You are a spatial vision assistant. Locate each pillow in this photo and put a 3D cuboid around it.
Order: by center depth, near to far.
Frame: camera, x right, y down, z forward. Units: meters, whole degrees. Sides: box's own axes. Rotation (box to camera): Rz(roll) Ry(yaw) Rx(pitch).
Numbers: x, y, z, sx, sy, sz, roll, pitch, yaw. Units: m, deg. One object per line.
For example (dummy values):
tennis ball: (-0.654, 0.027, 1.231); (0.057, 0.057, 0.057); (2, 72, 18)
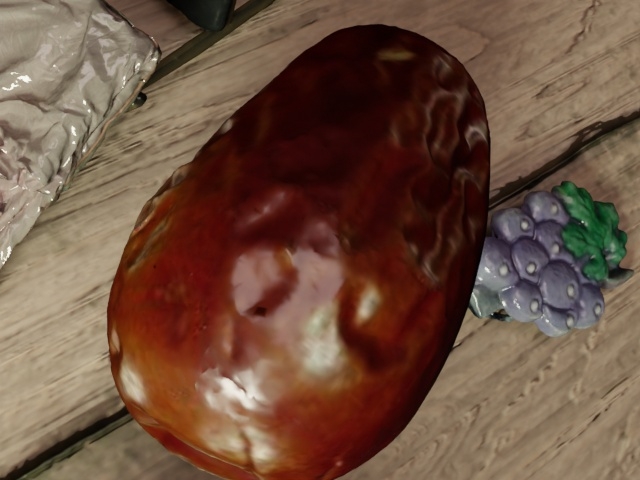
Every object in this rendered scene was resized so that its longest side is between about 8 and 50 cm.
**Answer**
pillow: (-0.228, -0.068, 0.464); (0.135, 0.049, 0.248); (37, 89, 6)

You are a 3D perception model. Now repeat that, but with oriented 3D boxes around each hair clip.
hair clip: (0.196, 0.020, 0.598); (0.195, 0.052, 0.124); (-26, 91, -28)

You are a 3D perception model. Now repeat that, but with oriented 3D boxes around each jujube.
jujube: (0.000, 0.000, 0.456); (0.223, 0.223, 0.318); (31, 58, -4)

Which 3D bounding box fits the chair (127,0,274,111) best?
chair: (-0.118, -0.243, 0.521); (0.188, 0.166, 0.272); (43, 68, 1)
